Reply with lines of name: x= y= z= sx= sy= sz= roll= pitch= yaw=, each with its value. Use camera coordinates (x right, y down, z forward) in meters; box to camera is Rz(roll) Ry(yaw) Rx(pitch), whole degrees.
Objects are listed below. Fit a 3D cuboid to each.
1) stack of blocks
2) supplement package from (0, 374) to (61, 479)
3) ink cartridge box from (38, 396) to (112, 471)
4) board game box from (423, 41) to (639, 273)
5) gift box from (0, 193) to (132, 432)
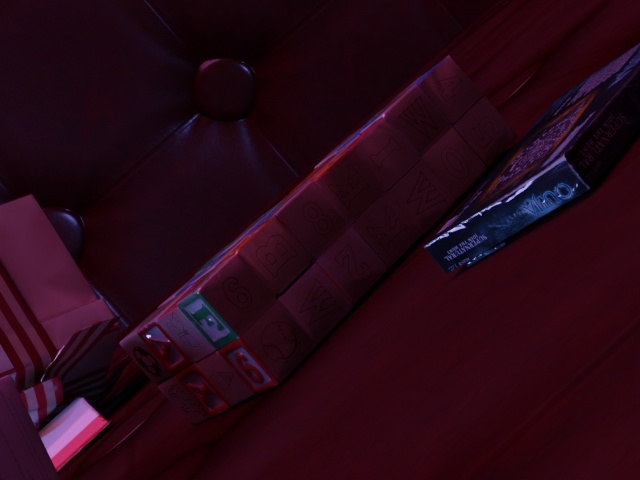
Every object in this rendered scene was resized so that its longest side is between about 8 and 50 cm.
stack of blocks: x=0.000 y=0.000 z=1.136 sx=0.297 sy=0.087 sz=0.171 roll=-44 pitch=5 yaw=-30
supplement package: x=-0.322 y=0.216 z=1.066 sx=0.244 sy=0.134 sz=0.139 roll=-23 pitch=-7 yaw=-39
ink cartridge box: x=-0.309 y=0.239 z=1.668 sx=0.145 sy=0.045 sz=0.179 roll=-43 pitch=3 yaw=-14
board game box: x=0.150 y=-0.060 z=0.877 sx=0.186 sy=0.026 sz=0.126 roll=-45 pitch=7 yaw=-40
gift box: x=-0.385 y=0.118 z=1.825 sx=0.276 sy=0.258 sz=0.255 roll=-24 pitch=-23 yaw=-25
